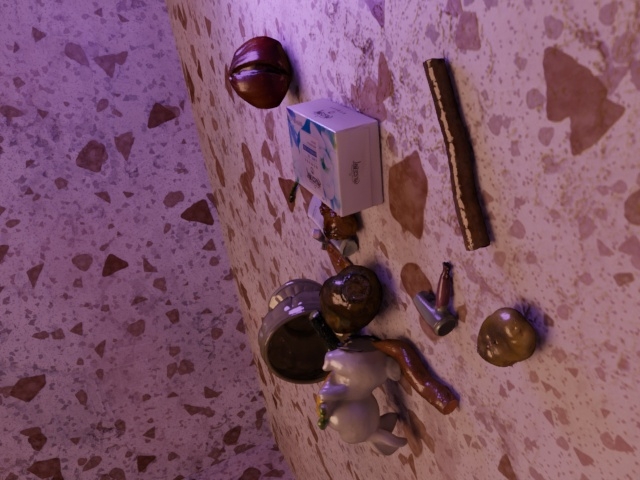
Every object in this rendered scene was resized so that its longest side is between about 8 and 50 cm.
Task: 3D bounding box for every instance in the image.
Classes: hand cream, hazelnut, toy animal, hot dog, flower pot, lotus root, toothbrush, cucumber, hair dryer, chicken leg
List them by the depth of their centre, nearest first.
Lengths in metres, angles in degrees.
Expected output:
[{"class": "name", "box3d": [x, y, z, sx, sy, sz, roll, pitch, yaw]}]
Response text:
[{"class": "hair dryer", "box3d": [0.245, 0.108, 1.086, 0.106, 0.054, 0.154, -123, 34, -46]}, {"class": "lotus root", "box3d": [0.081, 0.155, 1.388, 0.275, 0.152, 0.160, 109, 137, -73]}, {"class": "chicken leg", "box3d": [0.029, -0.101, 1.426, 0.107, 0.087, 0.251, 112, 144, -48]}, {"class": "toy animal", "box3d": [0.110, 0.425, 1.448, 0.183, 0.247, 0.310, -151, 60, -86]}, {"class": "toothbrush", "box3d": [0.000, -0.002, 1.462, 0.342, 0.025, 0.030, 62, -142, -83]}, {"class": "hazelnut", "box3d": [-0.168, -0.467, 1.479, 0.178, 0.178, 0.204, 166, 102, -70]}, {"class": "hand cream", "box3d": [0.026, -0.044, 1.511, 0.255, 0.048, 0.079, 50, 128, 46]}, {"class": "cucumber", "box3d": [0.038, 0.300, 1.533, 0.044, 0.043, 0.257, -7, 127, 35]}, {"class": "hot dog", "box3d": [0.056, 0.056, 1.554, 0.137, 0.028, 0.044, 47, 155, 48]}, {"class": "flower pot", "box3d": [-0.049, 0.272, 1.665, 0.244, 0.307, 0.307, -110, 11, -62]}]

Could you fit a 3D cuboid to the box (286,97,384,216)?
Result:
[{"class": "box", "box3d": [0.028, -0.207, 1.268, 0.274, 0.116, 0.203, 43, 146, 53]}]

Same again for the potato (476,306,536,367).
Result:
[{"class": "potato", "box3d": [0.314, 0.162, 0.891, 0.138, 0.070, 0.092, 114, 136, -60]}]

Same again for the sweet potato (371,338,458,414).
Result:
[{"class": "sweet potato", "box3d": [0.222, 0.306, 1.274, 0.281, 0.059, 0.067, 47, 136, 48]}]

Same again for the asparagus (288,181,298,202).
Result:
[{"class": "asparagus", "box3d": [-0.081, -0.177, 1.728, 0.233, 0.023, 0.022, 121, 173, -64]}]

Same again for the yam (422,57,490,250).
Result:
[{"class": "yam", "box3d": [0.230, -0.144, 0.896, 0.045, 0.045, 0.327, -38, -66, -78]}]
